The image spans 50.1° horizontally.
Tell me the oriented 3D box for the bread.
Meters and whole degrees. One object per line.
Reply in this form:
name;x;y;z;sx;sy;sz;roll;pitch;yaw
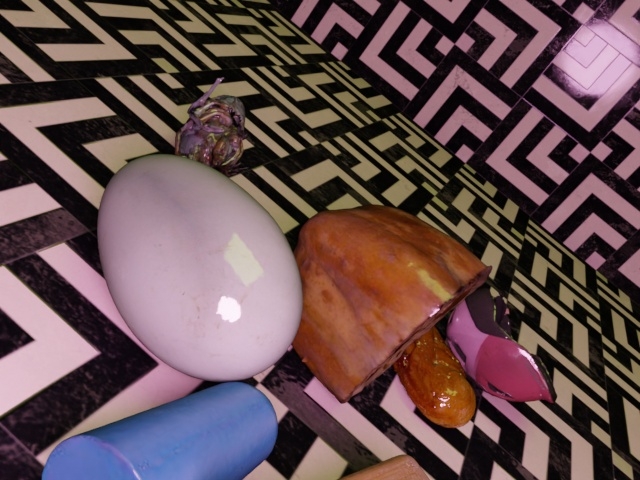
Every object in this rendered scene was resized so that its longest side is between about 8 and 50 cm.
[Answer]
bread;0.179;0.190;1.254;0.124;0.084;0.344;21;29;-34

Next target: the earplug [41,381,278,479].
earplug;-0.140;0.224;0.721;0.132;0.132;0.273;45;22;16

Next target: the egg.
egg;-0.167;0.024;0.899;0.230;0.229;0.371;8;31;-48

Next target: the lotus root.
lotus root;0.085;0.084;1.078;0.250;0.316;0.316;43;24;22

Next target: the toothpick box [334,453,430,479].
toothpick box;0.010;0.335;0.669;0.308;0.187;0.190;7;38;-55

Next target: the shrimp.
shrimp;-0.216;-0.214;1.326;0.372;0.137;0.171;-102;174;-62

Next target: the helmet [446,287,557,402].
helmet;0.341;0.220;1.348;0.198;0.154;0.253;34;35;-61
